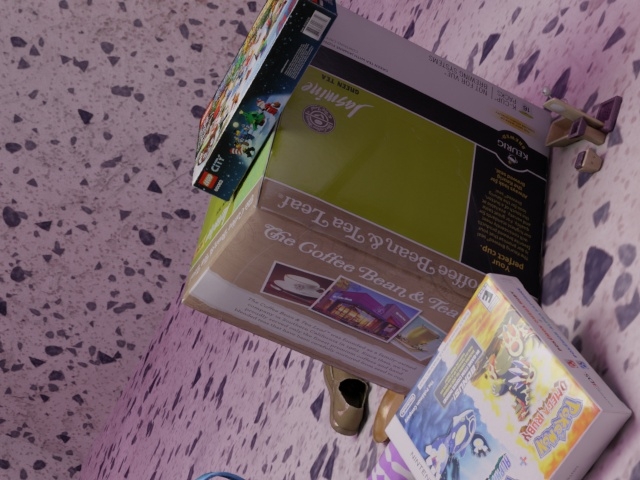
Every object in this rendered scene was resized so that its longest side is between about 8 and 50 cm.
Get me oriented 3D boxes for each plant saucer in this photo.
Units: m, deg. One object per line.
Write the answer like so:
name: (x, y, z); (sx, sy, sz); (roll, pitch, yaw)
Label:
plant saucer: (0.090, 0.215, 1.452); (0.083, 0.015, 0.083); (-60, 15, 27)

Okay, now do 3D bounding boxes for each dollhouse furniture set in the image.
dollhouse furniture set: (0.249, -0.118, 1.260); (0.091, 0.081, 0.114); (-70, 14, -15)

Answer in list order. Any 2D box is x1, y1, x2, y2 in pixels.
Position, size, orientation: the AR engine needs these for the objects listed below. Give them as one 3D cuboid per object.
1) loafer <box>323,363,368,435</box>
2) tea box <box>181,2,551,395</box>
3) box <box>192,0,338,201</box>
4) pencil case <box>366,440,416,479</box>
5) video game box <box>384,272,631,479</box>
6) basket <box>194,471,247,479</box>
loafer: (0.039, 0.199, 1.597); (0.050, 0.056, 0.148); (-56, 27, 35)
tea box: (0.061, -0.041, 1.320); (0.220, 0.329, 0.323); (-48, 22, 49)
box: (-0.060, -0.175, 1.218); (0.233, 0.044, 0.159); (-57, 19, 25)
pencil case: (0.122, 0.211, 1.210); (0.088, 0.086, 0.206); (45, 118, 38)
video game box: (0.161, 0.166, 1.063); (0.205, 0.048, 0.187); (-61, 43, 24)
basket: (-0.033, 0.380, 1.069); (0.201, 0.289, 0.255); (-18, 45, 61)
